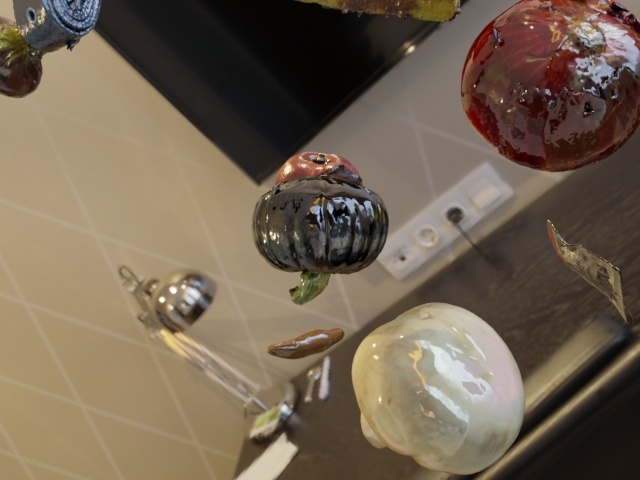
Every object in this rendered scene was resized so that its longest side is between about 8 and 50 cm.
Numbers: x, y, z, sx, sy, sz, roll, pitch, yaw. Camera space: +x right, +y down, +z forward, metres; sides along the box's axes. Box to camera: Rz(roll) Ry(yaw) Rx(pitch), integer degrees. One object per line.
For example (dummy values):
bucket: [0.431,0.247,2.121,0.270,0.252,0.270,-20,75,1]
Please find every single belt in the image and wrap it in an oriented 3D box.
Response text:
belt: [-0.424,-0.428,1.270,0.129,0.122,0.218,-13,63,36]

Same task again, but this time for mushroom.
mushroom: [0.209,0.278,1.497,0.353,0.325,0.353,-23,33,16]

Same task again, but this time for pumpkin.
pumpkin: [0.000,0.000,1.611,0.296,0.296,0.296,-42,15,14]

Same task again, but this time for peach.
peach: [-0.014,-0.098,2.145,0.258,0.361,0.201,-8,39,-10]

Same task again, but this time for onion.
onion: [0.348,-0.231,1.119,0.276,0.276,0.276,-42,15,14]

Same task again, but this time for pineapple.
pineapple: [0.120,-0.494,1.340,0.161,0.335,0.158,88,-158,-44]

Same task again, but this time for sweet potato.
sweet potato: [-0.015,0.252,1.889,0.255,0.058,0.078,-10,-7,-43]

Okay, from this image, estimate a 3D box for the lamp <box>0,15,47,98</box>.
lamp: [-0.556,-0.336,1.370,0.135,0.156,0.157,-38,57,-13]

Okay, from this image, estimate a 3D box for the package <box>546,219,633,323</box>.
package: [0.551,0.060,1.572,0.030,0.154,0.239,-35,38,-4]
